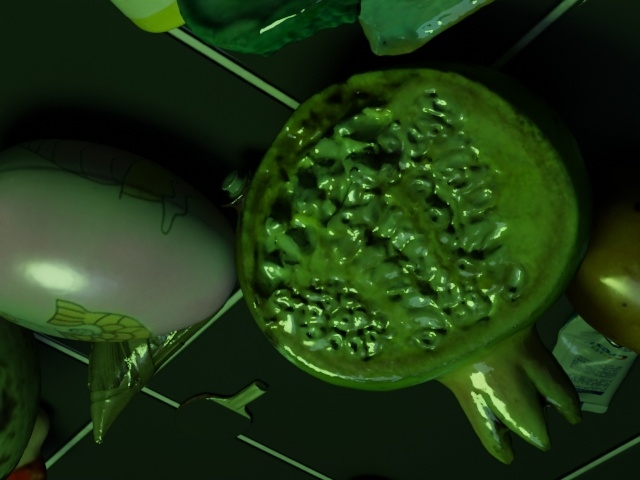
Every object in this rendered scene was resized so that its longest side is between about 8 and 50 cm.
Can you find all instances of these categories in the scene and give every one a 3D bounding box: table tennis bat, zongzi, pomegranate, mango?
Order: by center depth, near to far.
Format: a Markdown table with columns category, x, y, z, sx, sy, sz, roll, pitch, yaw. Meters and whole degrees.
| category | x | y | z | sx | sy | sz | roll | pitch | yaw |
| --- | --- | --- | --- | --- | --- | --- | --- | --- | --- |
| pomegranate | 0.100 | 0.019 | 1.136 | 0.309 | 0.216 | 0.359 | -32 | 93 | 3 |
| mango | 0.352 | 0.028 | 1.193 | 0.287 | 0.201 | 0.152 | 9 | 180 | -10 |
| zongzi | -0.162 | 0.115 | 1.364 | 0.189 | 0.178 | 0.081 | -15 | 150 | 23 |
| table tennis bat | -0.117 | 0.209 | 1.578 | 0.087 | 0.013 | 0.156 | 33 | 133 | -23 |

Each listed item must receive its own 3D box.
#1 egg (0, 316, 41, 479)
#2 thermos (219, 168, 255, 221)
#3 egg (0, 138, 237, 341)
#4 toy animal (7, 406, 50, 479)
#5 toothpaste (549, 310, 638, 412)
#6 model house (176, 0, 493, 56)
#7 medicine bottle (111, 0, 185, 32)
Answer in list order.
| category | x | y | z | sx | sy | sz | roll | pitch | yaw |
| --- | --- | --- | --- | --- | --- | --- | --- | --- | --- |
| egg | -0.496 | 0.128 | 1.316 | 0.428 | 0.345 | 0.345 | 21 | 139 | 10 |
| thermos | -0.001 | -0.002 | 1.277 | 0.232 | 0.099 | 0.124 | 37 | 96 | -25 |
| egg | -0.213 | 0.001 | 1.239 | 0.271 | 0.196 | 0.196 | 2 | 137 | 0 |
| toy animal | -0.423 | 0.251 | 1.579 | 0.171 | 0.171 | 0.198 | -13 | 125 | 23 |
| toothpaste | 0.297 | 0.115 | 1.386 | 0.096 | 0.061 | 0.266 | 9 | 145 | -2 |
| model house | 0.068 | -0.235 | 0.931 | 0.280 | 0.230 | 0.248 | -26 | 153 | 26 |
| medicine bottle | -0.162 | -0.270 | 0.988 | 0.121 | 0.122 | 0.212 | -24 | 128 | 31 |
